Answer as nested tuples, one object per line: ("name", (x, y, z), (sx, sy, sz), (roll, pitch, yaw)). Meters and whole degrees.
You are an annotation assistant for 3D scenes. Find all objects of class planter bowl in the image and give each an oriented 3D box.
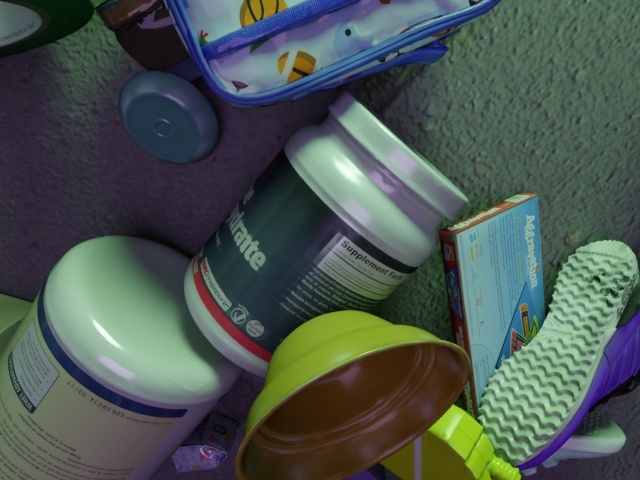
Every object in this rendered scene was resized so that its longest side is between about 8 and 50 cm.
("planter bowl", (0.018, 0.130, 0.415), (0.217, 0.090, 0.217), (-15, 135, -16))

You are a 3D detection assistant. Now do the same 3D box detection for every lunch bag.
("lunch bag", (-0.168, 0.297, 0.674), (0.083, 0.071, 0.053), (-8, 105, 9))
("lunch bag", (0.011, -0.253, 0.386), (0.303, 0.115, 0.243), (-23, 103, -3))

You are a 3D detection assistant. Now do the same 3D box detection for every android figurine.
("android figurine", (0.100, 0.227, 0.553), (0.272, 0.056, 0.248), (20, 137, 35))

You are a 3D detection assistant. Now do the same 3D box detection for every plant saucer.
("plant saucer", (-0.179, -0.134, 0.525), (0.119, 0.021, 0.119), (5, 134, 5))

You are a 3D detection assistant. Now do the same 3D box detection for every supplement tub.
("supplement tub", (0.000, 0.000, 0.493), (0.191, 0.191, 0.272), (39, 107, -9))
("supplement tub", (-0.266, 0.182, 0.554), (0.235, 0.235, 0.325), (38, 108, -9))

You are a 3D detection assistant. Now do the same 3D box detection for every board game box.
("board game box", (0.222, 0.097, 0.559), (0.145, 0.027, 0.282), (-21, 110, -26))

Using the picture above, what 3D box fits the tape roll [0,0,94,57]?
("tape roll", (-0.368, -0.207, 0.378), (0.321, 0.321, 0.077), (-11, 107, 8))

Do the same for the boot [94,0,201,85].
("boot", (-0.115, -0.250, 0.490), (0.219, 0.082, 0.106), (-22, 128, 7))

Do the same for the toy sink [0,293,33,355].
("toy sink", (-0.508, 0.196, 0.630), (0.152, 0.131, 0.234), (17, 110, -1))

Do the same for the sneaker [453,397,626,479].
("sneaker", (0.273, 0.301, 0.630), (0.255, 0.094, 0.151), (-4, 103, 16))

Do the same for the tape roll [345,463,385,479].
("tape roll", (0.004, 0.367, 0.682), (0.188, 0.080, 0.189), (1, 110, 4))

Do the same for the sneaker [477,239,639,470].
("sneaker", (0.313, 0.156, 0.535), (0.146, 0.102, 0.293), (41, 81, -23))
